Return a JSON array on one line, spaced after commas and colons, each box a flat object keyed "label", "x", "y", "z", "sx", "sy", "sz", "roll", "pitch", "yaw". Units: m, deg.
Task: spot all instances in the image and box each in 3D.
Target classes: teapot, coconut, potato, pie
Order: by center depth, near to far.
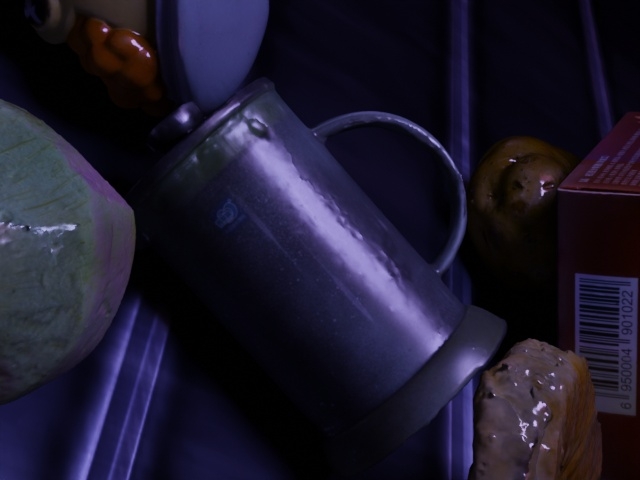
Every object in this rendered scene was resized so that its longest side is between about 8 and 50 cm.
[{"label": "coconut", "x": -0.231, "y": 0.006, "z": 0.771, "sx": 0.236, "sy": 0.236, "sz": 0.204, "roll": -18, "pitch": 102, "yaw": -57}, {"label": "pie", "x": 0.183, "y": 0.250, "z": 1.030, "sx": 0.339, "sy": 0.083, "sz": 0.339, "roll": 3, "pitch": 90, "yaw": -70}, {"label": "teapot", "x": 0.000, "y": 0.000, "z": 1.052, "sx": 0.337, "sy": 0.270, "sz": 0.200, "roll": 48, "pitch": -1, "yaw": -3}, {"label": "potato", "x": 0.291, "y": -0.037, "z": 1.563, "sx": 0.195, "sy": 0.176, "sz": 0.369, "roll": 35, "pitch": 18, "yaw": 17}]

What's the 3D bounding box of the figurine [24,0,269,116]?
[{"label": "figurine", "x": -0.219, "y": -0.273, "z": 1.098, "sx": 0.382, "sy": 0.205, "sz": 0.224, "roll": 30, "pitch": 27, "yaw": -8}]

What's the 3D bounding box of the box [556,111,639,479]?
[{"label": "box", "x": 0.388, "y": 0.054, "z": 1.442, "sx": 0.385, "sy": 0.122, "sz": 0.344, "roll": -37, "pitch": 127, "yaw": -59}]
